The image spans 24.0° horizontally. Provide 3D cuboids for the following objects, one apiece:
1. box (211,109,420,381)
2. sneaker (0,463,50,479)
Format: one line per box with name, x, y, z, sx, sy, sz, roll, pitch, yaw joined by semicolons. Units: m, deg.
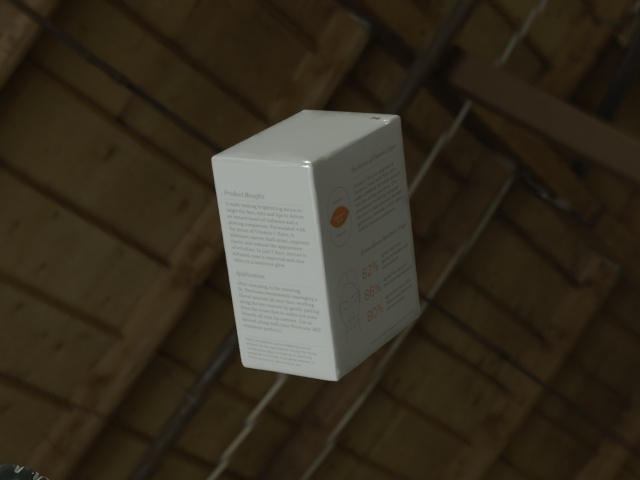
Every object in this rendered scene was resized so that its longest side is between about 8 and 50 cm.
box;0.000;0.000;1.142;0.130;0.091;0.170;-32;-59;-51
sneaker;-0.177;0.239;1.124;0.071;0.191;0.083;-46;-27;-32
